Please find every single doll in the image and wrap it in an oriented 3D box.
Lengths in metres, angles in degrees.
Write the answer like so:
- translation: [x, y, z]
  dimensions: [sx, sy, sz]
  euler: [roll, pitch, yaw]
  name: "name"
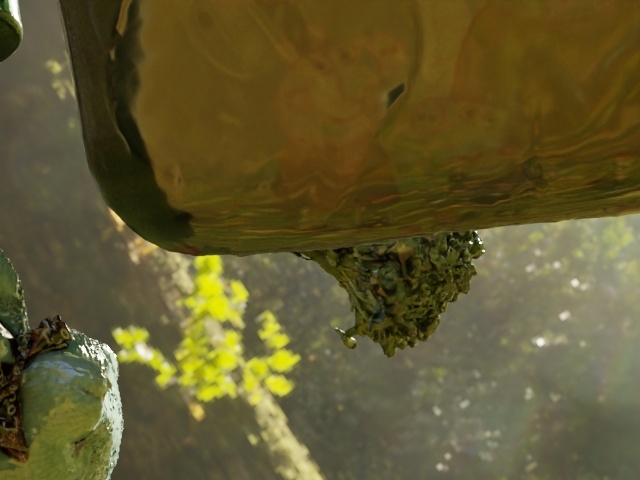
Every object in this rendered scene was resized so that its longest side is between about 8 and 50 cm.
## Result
- translation: [-0.122, 0.049, 0.517]
  dimensions: [0.075, 0.120, 0.179]
  euler: [0, -40, 15]
  name: "doll"

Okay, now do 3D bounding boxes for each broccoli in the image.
- translation: [0.001, -0.007, 1.271]
  dimensions: [0.164, 0.304, 0.145]
  euler: [-63, -24, -20]
  name: "broccoli"

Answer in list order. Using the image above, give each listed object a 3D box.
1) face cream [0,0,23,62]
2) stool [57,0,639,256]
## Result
- translation: [-0.504, -0.406, 1.682]
  dimensions: [0.220, 0.356, 0.312]
  euler: [-5, -17, -19]
  name: "face cream"
- translation: [0.036, -0.166, 0.673]
  dimensions: [0.311, 0.310, 0.226]
  euler: [-4, 11, 3]
  name: "stool"
